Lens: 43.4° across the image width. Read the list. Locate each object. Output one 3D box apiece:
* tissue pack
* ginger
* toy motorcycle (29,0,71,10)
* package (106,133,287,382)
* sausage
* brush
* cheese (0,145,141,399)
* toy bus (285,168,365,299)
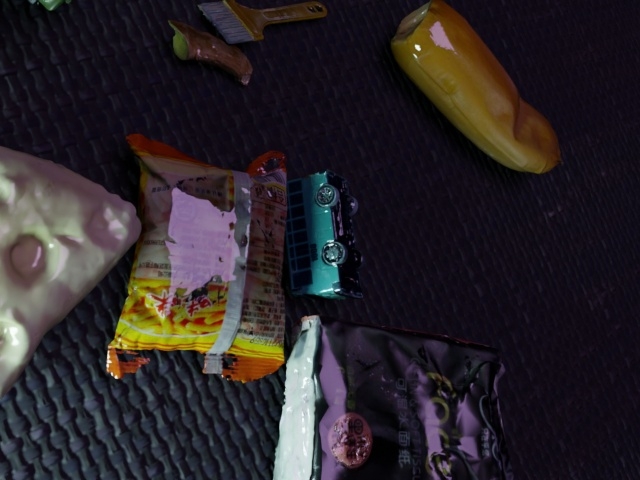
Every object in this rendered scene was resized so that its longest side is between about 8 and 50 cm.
[{"bbox_3d":[0.105,0.231,1.017,0.332,0.123,0.245,15,69,-32],"label":"tissue pack"},{"bbox_3d":[-0.145,-0.245,1.036,0.137,0.057,0.044,13,111,-42],"label":"ginger"},{"bbox_3d":[-0.310,-0.395,0.903,0.205,0.127,0.275,46,50,-22],"label":"toy motorcycle"},{"bbox_3d":[-0.130,0.016,0.923,0.223,0.108,0.288,7,74,-33],"label":"package"},{"bbox_3d":[0.258,-0.224,1.283,0.354,0.116,0.134,42,41,-22],"label":"sausage"},{"bbox_3d":[-0.067,-0.313,1.120,0.218,0.010,0.082,-22,66,-42],"label":"brush"},{"bbox_3d":[-0.332,0.012,0.735,0.248,0.173,0.251,39,61,-22],"label":"cheese"},{"bbox_3d":[0.000,0.000,1.031,0.079,0.091,0.160,19,61,-63],"label":"toy bus"}]
